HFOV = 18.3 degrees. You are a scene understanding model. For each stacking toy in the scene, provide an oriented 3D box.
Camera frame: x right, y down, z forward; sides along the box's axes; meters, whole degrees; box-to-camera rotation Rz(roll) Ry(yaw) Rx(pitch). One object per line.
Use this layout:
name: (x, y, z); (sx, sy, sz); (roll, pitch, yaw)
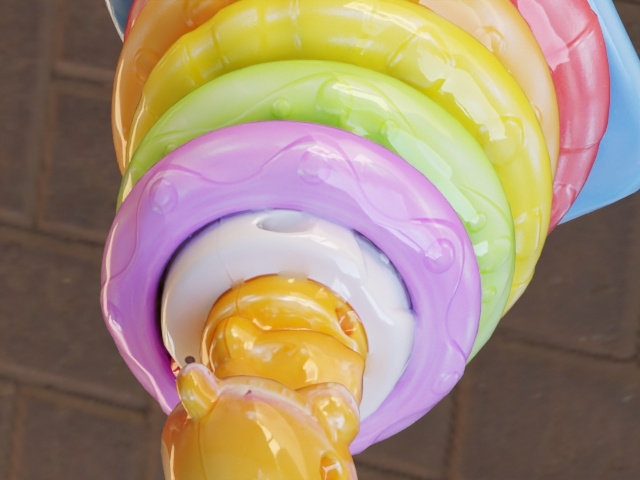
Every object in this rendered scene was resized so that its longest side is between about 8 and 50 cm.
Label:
stacking toy: (0.000, 0.000, 0.571); (0.166, 0.302, 0.175); (-20, 116, 20)
